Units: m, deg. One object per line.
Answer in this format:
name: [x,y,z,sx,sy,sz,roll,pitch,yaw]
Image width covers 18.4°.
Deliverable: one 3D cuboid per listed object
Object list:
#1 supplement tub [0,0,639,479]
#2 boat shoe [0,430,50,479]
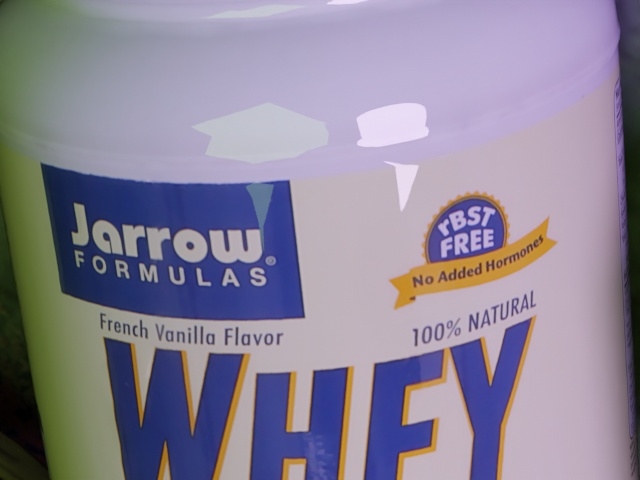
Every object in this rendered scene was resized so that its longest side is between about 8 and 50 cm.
supplement tub: [0.000,0.000,0.755,0.235,0.235,0.325,-1,113,14]
boat shoe: [-0.084,0.198,0.891,0.342,0.123,0.123,37,101,-18]
